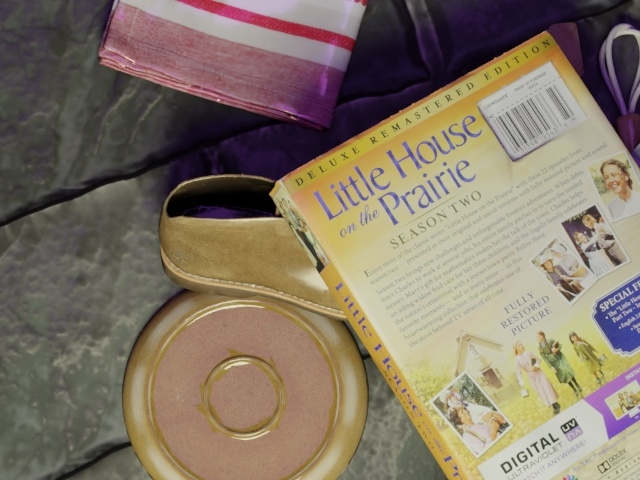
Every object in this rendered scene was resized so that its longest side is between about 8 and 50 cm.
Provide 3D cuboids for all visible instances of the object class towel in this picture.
[{"bbox_3d":[-0.059,-0.292,1.757,0.237,0.037,0.329,16,85,1],"label":"towel"}]

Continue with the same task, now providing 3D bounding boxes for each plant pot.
[{"bbox_3d":[-0.072,0.148,1.718,0.236,0.032,0.236,0,85,1],"label":"plant pot"}]

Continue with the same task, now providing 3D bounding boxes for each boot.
[{"bbox_3d":[0.000,0.000,1.675,0.305,0.115,0.112,3,60,1],"label":"boot"}]

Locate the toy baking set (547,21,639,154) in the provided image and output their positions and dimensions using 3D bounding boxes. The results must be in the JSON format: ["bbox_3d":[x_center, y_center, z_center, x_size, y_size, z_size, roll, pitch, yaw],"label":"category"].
[{"bbox_3d":[0.312,-0.098,1.739,0.256,0.030,0.196,23,80,-3],"label":"toy baking set"}]

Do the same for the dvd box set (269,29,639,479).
[{"bbox_3d":[0.191,0.056,1.627,0.308,0.062,0.420,-31,83,-19],"label":"dvd box set"}]

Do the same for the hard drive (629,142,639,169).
[{"bbox_3d":[0.426,-0.094,1.709,0.255,0.054,0.172,-39,88,-10],"label":"hard drive"}]
